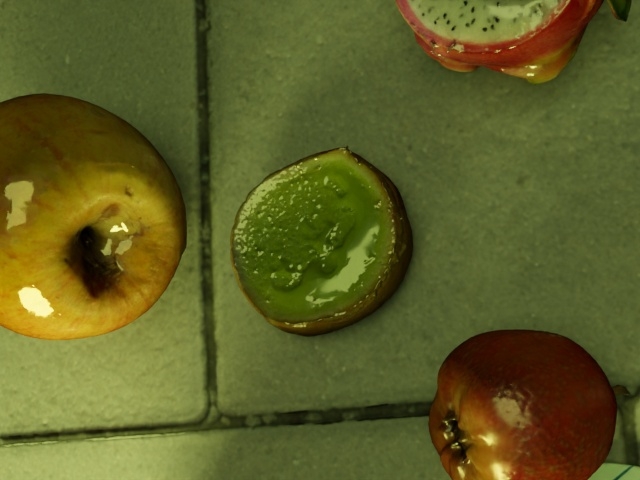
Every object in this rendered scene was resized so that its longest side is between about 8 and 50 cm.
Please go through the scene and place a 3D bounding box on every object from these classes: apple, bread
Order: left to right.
[{"bbox_3d":[-0.328,-0.030,1.235,0.275,0.299,0.299,12,83,47],"label":"apple"},{"bbox_3d":[0.000,0.000,1.227,0.236,0.070,0.236,-6,72,20],"label":"bread"}]

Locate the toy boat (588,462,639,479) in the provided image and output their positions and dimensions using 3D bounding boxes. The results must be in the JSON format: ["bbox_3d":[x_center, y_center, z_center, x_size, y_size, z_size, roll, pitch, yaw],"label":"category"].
[{"bbox_3d":[0.304,0.314,1.099,0.291,0.067,0.221,5,80,30],"label":"toy boat"}]

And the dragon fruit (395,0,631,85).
[{"bbox_3d":[0.217,-0.320,1.178,0.290,0.189,0.291,-4,80,25],"label":"dragon fruit"}]

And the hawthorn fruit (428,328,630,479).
[{"bbox_3d":[0.235,0.184,1.082,0.225,0.196,0.197,-13,74,-16],"label":"hawthorn fruit"}]
